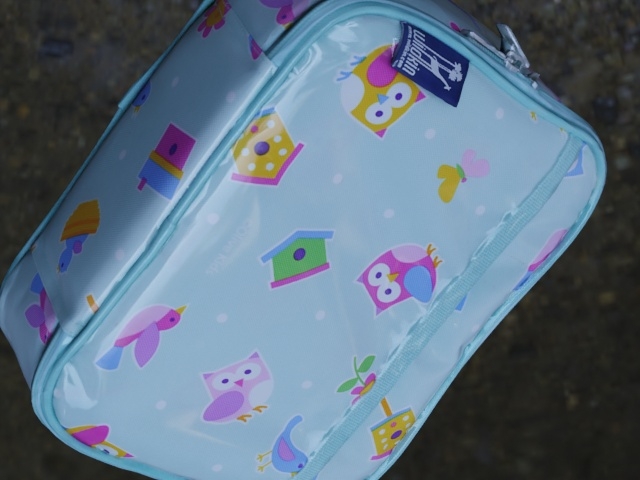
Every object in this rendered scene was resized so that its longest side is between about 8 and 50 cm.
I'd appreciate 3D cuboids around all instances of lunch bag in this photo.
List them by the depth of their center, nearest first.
[{"bbox_3d":[0.000,0.000,0.769,0.224,0.108,0.279,29,107,-35],"label":"lunch bag"}]
